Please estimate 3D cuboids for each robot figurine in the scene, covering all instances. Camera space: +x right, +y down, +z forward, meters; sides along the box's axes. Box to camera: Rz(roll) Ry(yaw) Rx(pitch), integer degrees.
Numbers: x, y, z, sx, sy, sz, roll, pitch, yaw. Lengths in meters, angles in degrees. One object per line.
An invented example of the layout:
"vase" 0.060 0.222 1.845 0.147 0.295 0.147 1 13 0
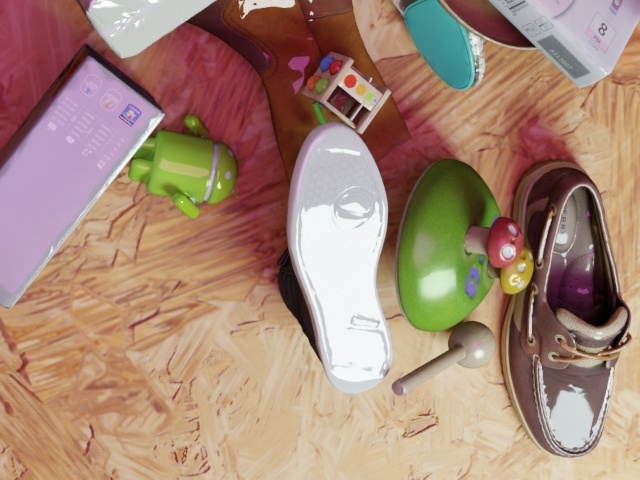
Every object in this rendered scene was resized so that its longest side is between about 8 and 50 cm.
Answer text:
"robot figurine" -0.136 -0.075 1.326 0.115 0.067 0.101 11 69 -13

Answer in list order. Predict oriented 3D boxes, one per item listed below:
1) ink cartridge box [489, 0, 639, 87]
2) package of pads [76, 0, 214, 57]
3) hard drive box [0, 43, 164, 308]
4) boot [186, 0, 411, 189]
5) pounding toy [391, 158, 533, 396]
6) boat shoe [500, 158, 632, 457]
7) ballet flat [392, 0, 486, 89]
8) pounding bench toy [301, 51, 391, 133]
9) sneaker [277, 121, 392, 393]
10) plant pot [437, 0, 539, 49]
"ink cartridge box" 0.257 -0.300 1.309 0.189 0.066 0.232 40 66 -17
"package of pads" -0.123 -0.336 1.198 0.296 0.229 0.101 -33 147 -2
"hard drive box" -0.260 -0.068 1.244 0.089 0.181 0.232 37 92 -16
"boot" -0.067 -0.172 1.324 0.264 0.096 0.280 -26 112 -15
"pounding toy" 0.164 0.038 1.340 0.110 0.183 0.237 9 105 30
"boat shoe" 0.275 0.088 1.415 0.123 0.123 0.342 -3 103 -11
"ballet flat" 0.109 -0.268 1.332 0.241 0.091 0.077 53 56 -21
"pounding bench toy" 0.014 -0.136 1.286 0.065 0.052 0.083 36 89 -27
"sneaker" 0.000 0.000 1.316 0.104 0.147 0.296 -17 121 -15
"plant pot" 0.179 -0.302 1.314 0.236 0.032 0.236 7 75 -29
